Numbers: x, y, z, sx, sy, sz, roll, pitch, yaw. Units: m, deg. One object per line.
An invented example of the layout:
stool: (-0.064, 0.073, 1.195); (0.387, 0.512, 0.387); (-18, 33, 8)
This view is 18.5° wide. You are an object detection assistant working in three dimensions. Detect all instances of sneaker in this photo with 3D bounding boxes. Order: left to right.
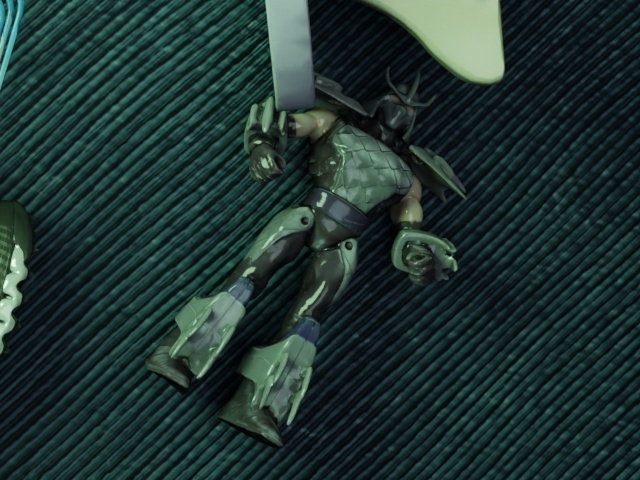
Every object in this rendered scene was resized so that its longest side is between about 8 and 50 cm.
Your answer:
sneaker: (-0.270, 0.072, 1.309); (0.106, 0.078, 0.234); (24, 89, -20)

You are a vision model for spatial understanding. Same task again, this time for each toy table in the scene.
toy table: (0.034, -0.230, 1.305); (0.161, 0.252, 0.274); (-5, 102, -1)

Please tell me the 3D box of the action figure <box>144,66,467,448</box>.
action figure: (0.000, 0.000, 1.378); (0.185, 0.099, 0.285); (33, 80, -8)

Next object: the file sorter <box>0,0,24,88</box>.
file sorter: (-0.263, -0.124, 1.248); (0.118, 0.170, 0.104); (16, 87, -18)
